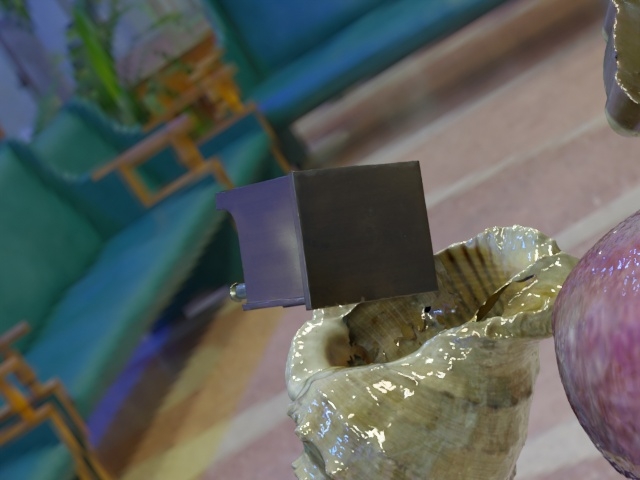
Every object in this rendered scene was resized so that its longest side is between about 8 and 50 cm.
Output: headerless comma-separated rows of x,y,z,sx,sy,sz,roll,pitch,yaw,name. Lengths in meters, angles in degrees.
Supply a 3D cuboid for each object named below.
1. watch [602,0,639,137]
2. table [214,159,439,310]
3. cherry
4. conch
0.466,-0.211,1.707,0.314,0.335,0.327,-77,10,-53,watch
0.000,0.000,0.973,0.083,0.070,0.082,-8,-1,-36,table
0.203,0.046,0.810,0.249,0.175,0.192,5,22,41,cherry
0.100,0.127,1.672,0.324,0.186,0.263,-30,45,-5,conch
